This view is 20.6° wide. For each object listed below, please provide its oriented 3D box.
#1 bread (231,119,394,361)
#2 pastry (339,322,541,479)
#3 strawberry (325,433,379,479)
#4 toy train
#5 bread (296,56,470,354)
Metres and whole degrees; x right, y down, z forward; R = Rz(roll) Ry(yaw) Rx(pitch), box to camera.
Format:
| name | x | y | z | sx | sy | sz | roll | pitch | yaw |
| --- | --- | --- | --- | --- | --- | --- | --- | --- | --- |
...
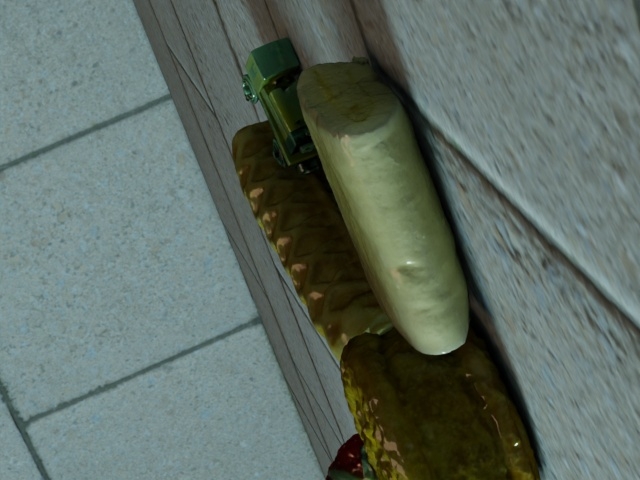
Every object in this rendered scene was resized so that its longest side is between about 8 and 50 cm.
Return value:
| name | x | y | z | sx | sy | sz | roll | pitch | yaw |
| --- | --- | --- | --- | --- | --- | --- | --- | --- | --- |
| bread | 0.001 | -0.001 | 1.555 | 0.084 | 0.077 | 0.367 | 30 | -162 | -35 |
| pastry | 0.085 | 0.139 | 1.267 | 0.189 | 0.103 | 0.189 | 157 | 90 | -84 |
| strawberry | 0.072 | 0.271 | 1.882 | 0.148 | 0.131 | 0.131 | 22 | -146 | -53 |
| toy train | -0.029 | -0.119 | 1.561 | 0.122 | 0.050 | 0.081 | 65 | 164 | 10 |
| bread | 0.046 | -0.024 | 1.184 | 0.139 | 0.060 | 0.178 | -123 | 11 | -62 |
